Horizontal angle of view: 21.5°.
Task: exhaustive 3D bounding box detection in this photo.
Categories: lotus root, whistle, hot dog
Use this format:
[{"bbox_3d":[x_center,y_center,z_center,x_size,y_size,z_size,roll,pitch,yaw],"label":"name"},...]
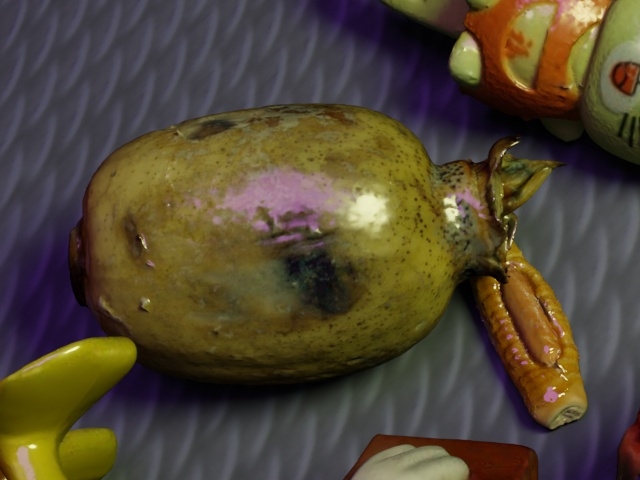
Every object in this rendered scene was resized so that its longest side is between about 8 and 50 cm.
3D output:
[{"bbox_3d":[0.000,0.001,0.914,0.278,0.154,0.154,-6,57,6],"label":"lotus root"},{"bbox_3d":[0.142,-0.122,0.973,0.288,0.131,0.106,24,30,22],"label":"whistle"},{"bbox_3d":[0.112,0.040,0.935,0.044,0.028,0.137,-16,54,-6],"label":"hot dog"}]

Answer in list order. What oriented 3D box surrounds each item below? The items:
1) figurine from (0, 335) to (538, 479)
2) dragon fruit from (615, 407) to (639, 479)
[{"bbox_3d":[-0.007,0.206,0.807,0.284,0.204,0.338,-21,68,-9],"label":"figurine"},{"bbox_3d":[0.245,0.132,0.756,0.193,0.192,0.274,-24,89,41],"label":"dragon fruit"}]
